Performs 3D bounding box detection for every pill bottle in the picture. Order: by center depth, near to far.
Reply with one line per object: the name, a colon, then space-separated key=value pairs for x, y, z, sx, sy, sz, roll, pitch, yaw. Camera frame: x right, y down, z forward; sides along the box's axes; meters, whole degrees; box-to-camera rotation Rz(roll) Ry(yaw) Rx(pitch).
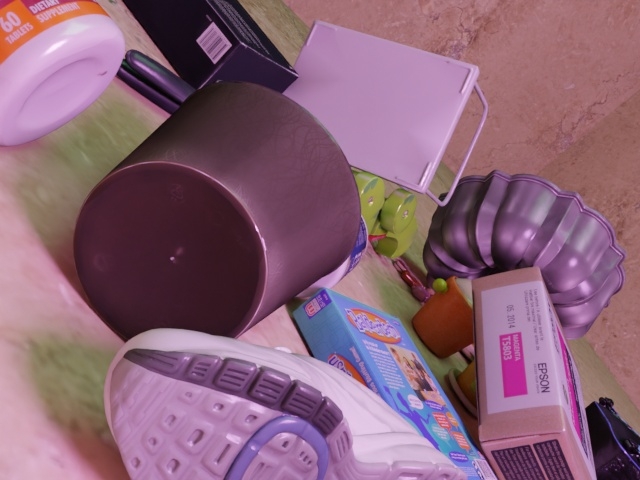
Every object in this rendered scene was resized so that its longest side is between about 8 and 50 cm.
pill bottle: x=-0.250 y=-0.183 z=0.492 sx=0.221 sy=0.121 sz=0.121 roll=49 pitch=16 yaw=0
pill bottle: x=0.000 y=0.000 z=0.772 sx=0.094 sy=0.094 sz=0.169 roll=49 pitch=16 yaw=3

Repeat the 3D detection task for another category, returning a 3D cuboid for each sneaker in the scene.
sneaker: x=-0.025 y=0.122 z=0.455 sx=0.297 sy=0.111 sz=0.129 roll=40 pitch=4 yaw=-46

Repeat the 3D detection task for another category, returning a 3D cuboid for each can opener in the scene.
can opener: x=-0.155 y=-0.161 z=0.822 sx=0.186 sy=0.059 sz=0.073 roll=23 pitch=55 yaw=-38

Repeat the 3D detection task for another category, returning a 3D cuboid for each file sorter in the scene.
file sorter: x=0.099 y=-0.191 z=1.123 sx=0.278 sy=0.192 sz=0.173 roll=24 pitch=1 yaw=26

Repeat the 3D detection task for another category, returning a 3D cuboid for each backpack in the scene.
backpack: x=0.480 y=0.364 z=1.143 sx=0.173 sy=0.117 sz=0.158 roll=45 pitch=16 yaw=-11

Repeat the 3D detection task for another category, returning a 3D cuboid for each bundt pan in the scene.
bundt pan: x=0.310 y=0.053 z=1.157 sx=0.331 sy=0.331 sz=0.124 roll=45 pitch=54 yaw=-12

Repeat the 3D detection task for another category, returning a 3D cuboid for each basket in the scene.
basket: x=-0.071 y=-0.017 z=0.541 sx=0.204 sy=0.154 sz=0.227 roll=48 pitch=19 yaw=-6

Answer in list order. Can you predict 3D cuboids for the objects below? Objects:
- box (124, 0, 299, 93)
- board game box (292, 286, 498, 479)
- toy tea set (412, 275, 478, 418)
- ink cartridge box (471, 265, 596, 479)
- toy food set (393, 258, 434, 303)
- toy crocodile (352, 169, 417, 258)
box: x=-0.174 y=-0.320 z=1.049 sx=0.261 sy=0.103 sz=0.184 roll=53 pitch=19 yaw=16
board game box: x=0.074 y=0.154 z=0.691 sx=0.160 sy=0.047 sz=0.210 roll=27 pitch=27 yaw=-52
toy tea set: x=0.269 y=0.158 z=1.056 sx=0.336 sy=0.124 sz=0.200 roll=22 pitch=31 yaw=-58
ink cartridge box: x=0.244 y=0.179 z=0.812 sx=0.193 sy=0.088 sz=0.234 roll=60 pitch=27 yaw=-34
toy food set: x=0.157 y=0.071 z=1.157 sx=0.122 sy=0.019 sz=0.078 roll=56 pitch=17 yaw=25
toy crocodile: x=0.043 y=-0.046 z=0.998 sx=0.115 sy=0.105 sz=0.341 roll=24 pitch=5 yaw=27
